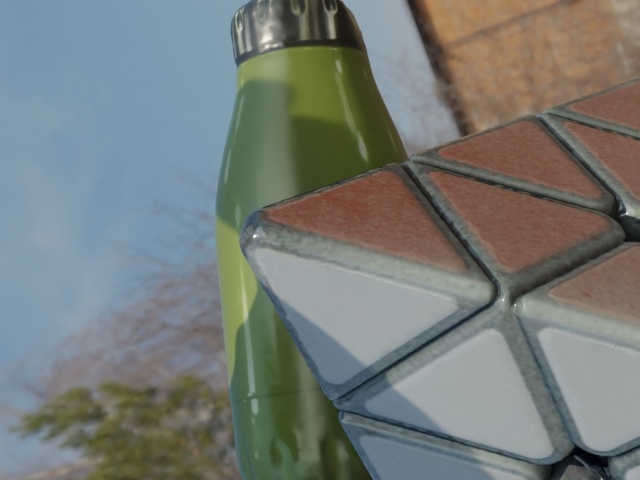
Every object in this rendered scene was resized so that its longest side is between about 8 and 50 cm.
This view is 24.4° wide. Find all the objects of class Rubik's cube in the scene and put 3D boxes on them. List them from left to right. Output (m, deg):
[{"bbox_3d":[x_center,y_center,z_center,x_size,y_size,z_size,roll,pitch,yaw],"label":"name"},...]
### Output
[{"bbox_3d":[0.125,0.048,0.650,0.228,0.233,0.229,61,179,8],"label":"Rubik's cube"}]

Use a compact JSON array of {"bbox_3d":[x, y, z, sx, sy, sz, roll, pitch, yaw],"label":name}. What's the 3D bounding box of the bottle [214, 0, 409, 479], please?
[{"bbox_3d":[0.000,0.000,0.776,0.112,0.112,0.260,19,-116,-71],"label":"bottle"}]
